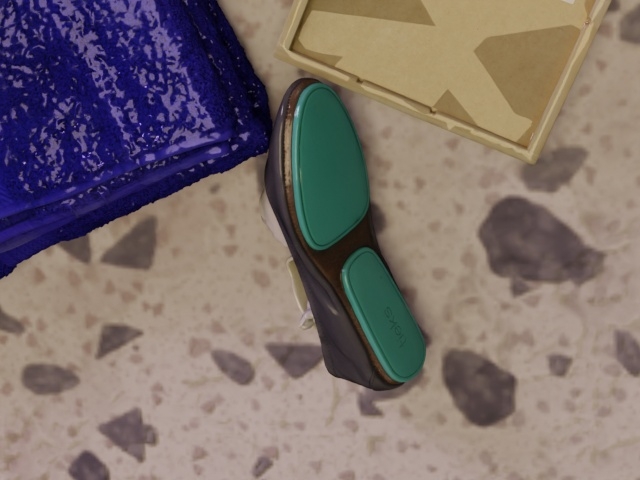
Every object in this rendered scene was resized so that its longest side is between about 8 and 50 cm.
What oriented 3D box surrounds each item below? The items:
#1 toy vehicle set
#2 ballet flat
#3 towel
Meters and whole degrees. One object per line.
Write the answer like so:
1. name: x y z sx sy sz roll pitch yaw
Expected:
1. toy vehicle set: 0.098 -0.192 1.089 0.166 0.035 0.267 24 112 1
2. ballet flat: 0.000 0.000 1.161 0.074 0.074 0.203 -15 112 15
3. towel: -0.205 -0.089 1.158 0.308 0.076 0.228 -24 105 17
